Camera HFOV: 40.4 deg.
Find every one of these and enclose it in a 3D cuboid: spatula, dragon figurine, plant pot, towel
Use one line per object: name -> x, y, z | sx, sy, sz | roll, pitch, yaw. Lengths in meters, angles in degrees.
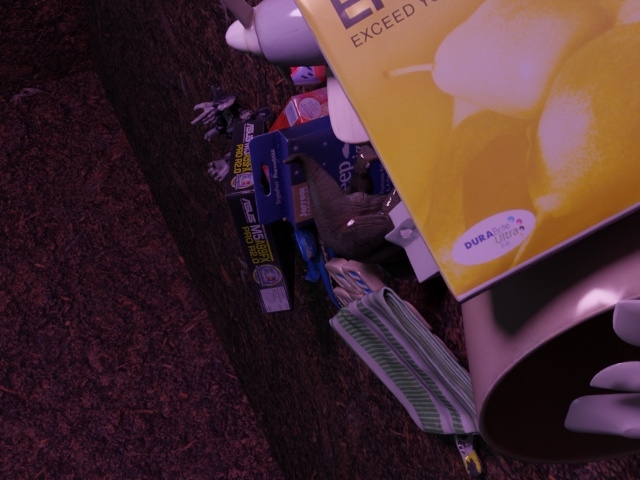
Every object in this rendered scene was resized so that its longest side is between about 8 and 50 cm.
spatula -> 0.294, 0.092, 0.563 | 0.168, 0.242, 0.019 | 89, -177, -46
dragon figurine -> 0.000, 0.000, 1.464 | 0.144, 0.085, 0.289 | 92, 161, -67
plant pot -> 0.212, -0.006, 0.690 | 0.256, 0.257, 0.273 | 95, 166, -51
towel -> 0.124, 0.178, 1.199 | 0.248, 0.038, 0.325 | 49, 167, 0

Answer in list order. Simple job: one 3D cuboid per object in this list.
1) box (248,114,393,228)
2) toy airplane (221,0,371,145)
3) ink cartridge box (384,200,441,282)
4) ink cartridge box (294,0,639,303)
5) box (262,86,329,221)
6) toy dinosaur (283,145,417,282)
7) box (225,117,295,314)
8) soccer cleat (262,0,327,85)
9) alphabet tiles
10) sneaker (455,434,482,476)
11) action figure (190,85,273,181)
box -> 0.024, -0.097, 1.098 | 0.036, 0.225, 0.136 | 51, 154, 46
toy airplane -> 0.016, -0.325, 0.680 | 0.386, 0.273, 0.384 | 52, 123, 27
ink cartridge box -> 0.150, -0.019, 0.952 | 0.089, 0.143, 0.092 | 67, 162, 10
ink cartridge box -> 0.145, -0.167, 0.529 | 0.307, 0.304, 0.072 | 61, -171, 1
box -> 0.003, -0.129, 1.287 | 0.128, 0.123, 0.257 | 69, 162, 6
toy dinosaur -> 0.073, -0.025, 1.069 | 0.121, 0.314, 0.160 | 42, 110, 36
box -> -0.098, -0.041, 1.511 | 0.216, 0.060, 0.270 | -90, -10, -51
soccer cleat -> -0.050, -0.336, 1.271 | 0.248, 0.095, 0.083 | 65, 161, 14
alphabet tiles -> 0.119, 0.135, 1.228 | 0.284, 0.021, 0.278 | 50, 167, -13
sneaker -> 0.214, 0.305, 1.281 | 0.035, 0.031, 0.083 | -178, 76, -82
action figure -> -0.176, -0.209, 1.691 | 0.276, 0.141, 0.164 | 29, 147, 61
